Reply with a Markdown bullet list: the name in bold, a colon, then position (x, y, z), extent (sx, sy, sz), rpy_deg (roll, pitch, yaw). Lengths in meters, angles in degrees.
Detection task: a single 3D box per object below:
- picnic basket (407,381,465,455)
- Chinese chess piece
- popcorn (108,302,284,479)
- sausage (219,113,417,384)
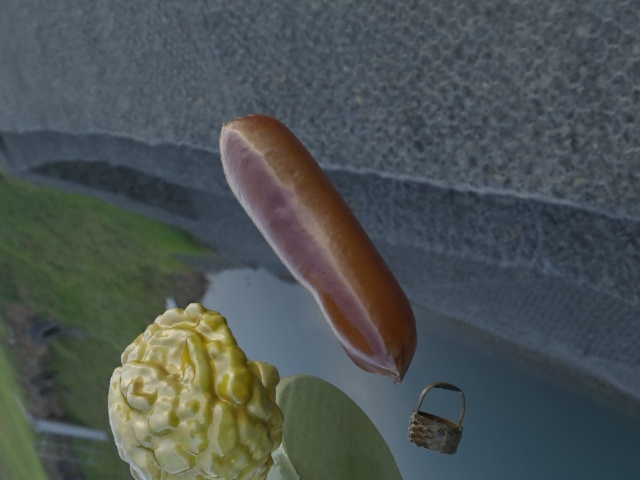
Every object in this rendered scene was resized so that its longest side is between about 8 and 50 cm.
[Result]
- **picnic basket**: position (0.146, 0.215, 1.247), extent (0.072, 0.072, 0.083), rpy_deg (13, 85, 64)
- **Chinese chess piece**: position (-0.005, 0.279, 1.191), extent (0.250, 0.101, 0.250), rpy_deg (43, -157, -23)
- **popcorn**: position (-0.107, 0.148, 0.906), extent (0.180, 0.170, 0.180), rpy_deg (26, 121, 55)
- **sausage**: position (0.000, 0.000, 0.934), extent (0.300, 0.083, 0.089), rpy_deg (54, 161, 21)
